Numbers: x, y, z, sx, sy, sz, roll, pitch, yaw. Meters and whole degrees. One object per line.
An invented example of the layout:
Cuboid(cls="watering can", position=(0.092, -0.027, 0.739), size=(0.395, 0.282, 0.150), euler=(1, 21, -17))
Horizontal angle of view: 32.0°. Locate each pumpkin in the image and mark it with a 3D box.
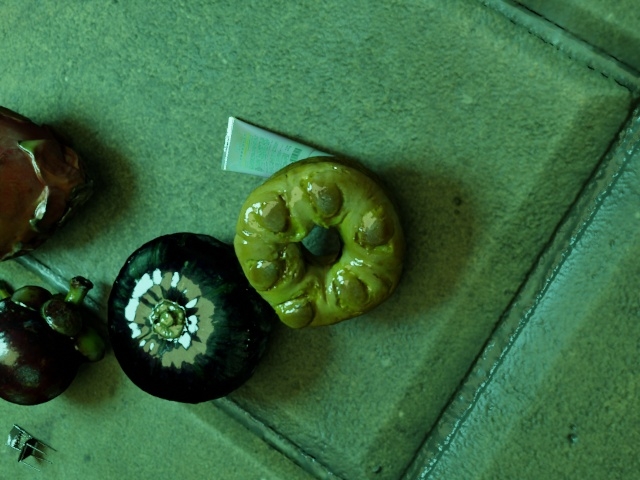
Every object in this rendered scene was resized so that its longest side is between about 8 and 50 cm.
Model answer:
Cuboid(cls="pumpkin", position=(-0.178, 0.103, 1.503), size=(0.233, 0.163, 0.233), euler=(1, 94, 18))

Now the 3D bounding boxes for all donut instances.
Cuboid(cls="donut", position=(0.002, 0.000, 1.423), size=(0.226, 0.114, 0.227), euler=(0, 112, 1))

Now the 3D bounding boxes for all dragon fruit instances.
Cuboid(cls="dragon fruit", position=(-0.488, -0.075, 1.563), size=(0.315, 0.250, 0.250), euler=(-22, 87, 22))

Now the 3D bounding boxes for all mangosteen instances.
Cuboid(cls="mangosteen", position=(-0.403, 0.151, 1.594), size=(0.184, 0.172, 0.172), euler=(-10, 91, -1))

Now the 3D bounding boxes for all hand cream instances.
Cuboid(cls="hand cream", position=(-0.058, -0.113, 1.507), size=(0.174, 0.047, 0.076), euler=(16, 103, 26))

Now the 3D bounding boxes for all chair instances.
Cuboid(cls="chair", position=(-0.446, 0.313, 1.682), size=(0.086, 0.042, 0.037), euler=(24, 99, 16))

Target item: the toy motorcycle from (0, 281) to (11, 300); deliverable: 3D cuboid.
Cuboid(cls="toy motorcycle", position=(-0.514, 0.124, 1.680), size=(0.106, 0.074, 0.190), euler=(-2, 94, 11))
